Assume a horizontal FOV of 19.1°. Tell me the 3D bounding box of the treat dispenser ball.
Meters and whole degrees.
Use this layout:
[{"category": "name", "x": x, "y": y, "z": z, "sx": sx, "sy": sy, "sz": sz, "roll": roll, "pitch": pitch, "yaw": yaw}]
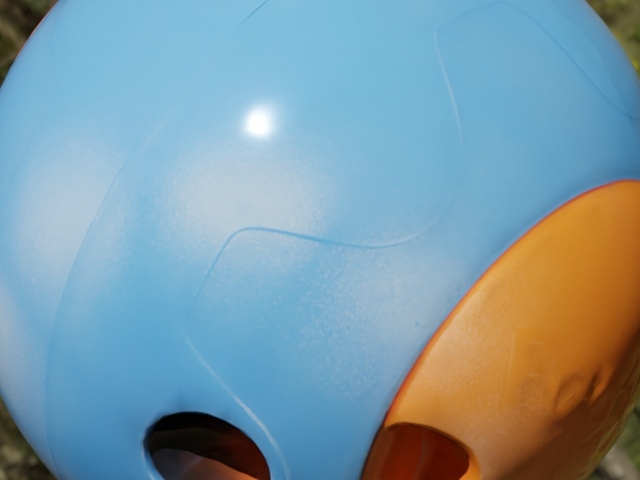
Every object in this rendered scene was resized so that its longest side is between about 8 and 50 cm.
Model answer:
[{"category": "treat dispenser ball", "x": 0.000, "y": 0.000, "z": 0.779, "sx": 0.288, "sy": 0.288, "sz": 0.288, "roll": -32, "pitch": -12, "yaw": -7}]
